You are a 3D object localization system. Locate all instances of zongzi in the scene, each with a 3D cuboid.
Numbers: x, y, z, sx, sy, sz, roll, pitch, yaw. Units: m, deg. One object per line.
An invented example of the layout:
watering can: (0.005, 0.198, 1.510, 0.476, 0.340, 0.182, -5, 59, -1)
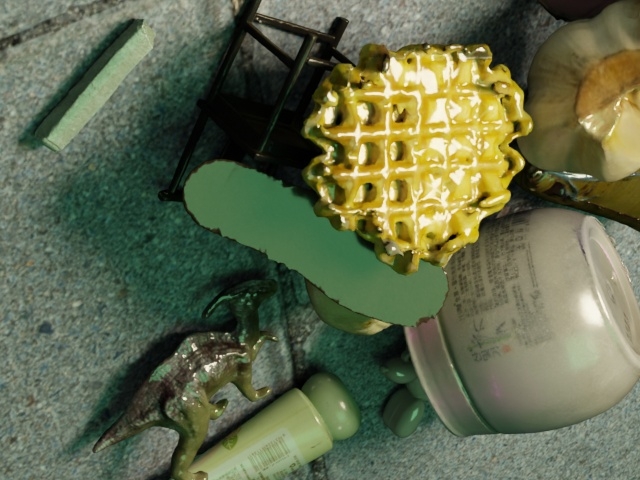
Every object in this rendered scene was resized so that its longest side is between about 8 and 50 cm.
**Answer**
zongzi: (0.412, -0.186, 2.133, 0.323, 0.160, 0.360, 13, 119, -40)

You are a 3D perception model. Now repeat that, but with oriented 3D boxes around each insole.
insole: (0.000, 0.000, 1.847, 0.327, 0.007, 0.111, 25, 96, -19)

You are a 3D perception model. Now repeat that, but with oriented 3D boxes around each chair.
chair: (-0.048, -0.121, 1.888, 0.154, 0.141, 0.260, 11, 112, -40)

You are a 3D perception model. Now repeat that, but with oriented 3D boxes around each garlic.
garlic: (0.347, -0.181, 1.960, 0.281, 0.185, 0.203, -43, 151, 10)

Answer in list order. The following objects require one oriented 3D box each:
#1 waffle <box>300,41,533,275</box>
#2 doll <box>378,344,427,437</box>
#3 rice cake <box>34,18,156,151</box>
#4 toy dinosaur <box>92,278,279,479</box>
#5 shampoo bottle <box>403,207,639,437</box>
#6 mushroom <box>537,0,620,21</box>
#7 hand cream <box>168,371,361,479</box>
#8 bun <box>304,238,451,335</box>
waffle: (0.107, -0.104, 1.834, 0.280, 0.060, 0.262, -52, 120, -17)
doll: (0.142, 0.188, 2.311, 0.161, 0.059, 0.160, -11, 128, -28)
rice cake: (-0.234, -0.162, 1.800, 0.171, 0.029, 0.033, -48, 130, 4)
toy dinosaur: (-0.143, 0.171, 2.091, 0.294, 0.077, 0.162, -54, 132, -8)
shampoo bottle: (0.252, 0.106, 2.143, 0.266, 0.273, 0.273, -20, 141, 21)
mushroom: (0.331, -0.341, 1.994, 0.188, 0.141, 0.117, -42, 170, 36)
hand cream: (-0.089, 0.283, 2.197, 0.306, 0.093, 0.147, -34, 154, -8)
bun: (0.070, -0.016, 2.001, 0.273, 0.168, 0.273, -54, 164, -23)
